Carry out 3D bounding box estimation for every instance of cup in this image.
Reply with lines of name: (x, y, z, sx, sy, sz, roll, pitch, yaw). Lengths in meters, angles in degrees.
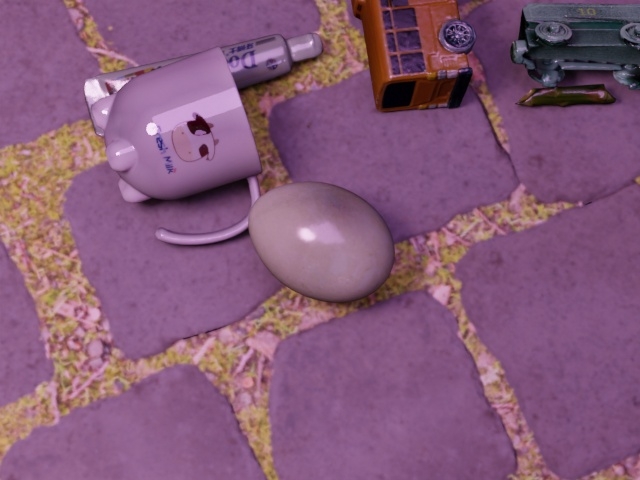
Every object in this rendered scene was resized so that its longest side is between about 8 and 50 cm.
cup: (-0.141, -0.093, 1.601, 0.142, 0.173, 0.134, -20, 42, -4)

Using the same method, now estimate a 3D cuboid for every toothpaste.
toothpaste: (-0.120, -0.172, 1.666, 0.255, 0.037, 0.067, -17, 81, -6)

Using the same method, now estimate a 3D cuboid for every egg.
egg: (0.000, 0.000, 1.569, 0.152, 0.114, 0.114, 25, 71, 10)

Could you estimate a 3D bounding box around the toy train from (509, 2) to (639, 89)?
toy train: (0.284, -0.211, 1.681, 0.172, 0.070, 0.099, 1, 41, -4)

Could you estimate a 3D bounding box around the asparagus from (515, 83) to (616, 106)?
asparagus: (0.259, -0.153, 1.687, 0.108, 0.025, 0.021, -3, 81, -5)

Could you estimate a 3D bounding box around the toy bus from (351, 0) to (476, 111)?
toy bus: (0.092, -0.243, 1.671, 0.114, 0.098, 0.201, -7, 72, -6)
